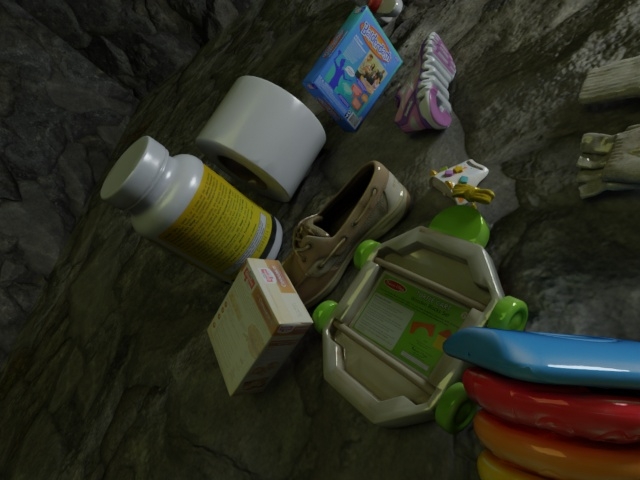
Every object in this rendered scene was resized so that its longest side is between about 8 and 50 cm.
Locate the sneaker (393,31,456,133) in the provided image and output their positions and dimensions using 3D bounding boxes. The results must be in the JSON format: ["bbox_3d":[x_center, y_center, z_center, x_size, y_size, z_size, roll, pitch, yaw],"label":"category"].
[{"bbox_3d":[0.196,-0.302,0.811,0.105,0.095,0.236,-16,50,46],"label":"sneaker"}]

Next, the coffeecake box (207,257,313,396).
[{"bbox_3d":[-0.110,0.145,0.700,0.185,0.068,0.142,-57,47,27],"label":"coffeecake box"}]

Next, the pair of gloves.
[{"bbox_3d":[0.428,-0.158,0.502,0.204,0.042,0.239,-7,51,46],"label":"pair of gloves"}]

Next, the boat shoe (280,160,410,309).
[{"bbox_3d":[0.000,0.000,0.741,0.341,0.110,0.121,-46,39,8],"label":"boat shoe"}]

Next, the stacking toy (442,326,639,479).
[{"bbox_3d":[0.201,0.231,0.348,0.175,0.166,0.301,110,165,-80],"label":"stacking toy"}]

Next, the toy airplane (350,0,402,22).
[{"bbox_3d":[0.187,-0.754,1.026,0.387,0.272,0.383,-15,52,36],"label":"toy airplane"}]

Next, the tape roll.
[{"bbox_3d":[-0.132,-0.220,0.940,0.246,0.246,0.169,18,74,50],"label":"tape roll"}]

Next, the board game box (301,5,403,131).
[{"bbox_3d":[0.076,-0.376,0.926,0.210,0.160,0.047,-55,38,-6],"label":"board game box"}]

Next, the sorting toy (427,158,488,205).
[{"bbox_3d":[0.225,-0.104,0.670,0.075,0.044,0.083,-31,39,-5],"label":"sorting toy"}]

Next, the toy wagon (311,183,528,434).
[{"bbox_3d":[0.142,0.078,0.578,0.267,0.068,0.344,26,79,50],"label":"toy wagon"}]

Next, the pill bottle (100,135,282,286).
[{"bbox_3d":[-0.251,-0.053,0.850,0.188,0.334,0.187,-25,46,28],"label":"pill bottle"}]
